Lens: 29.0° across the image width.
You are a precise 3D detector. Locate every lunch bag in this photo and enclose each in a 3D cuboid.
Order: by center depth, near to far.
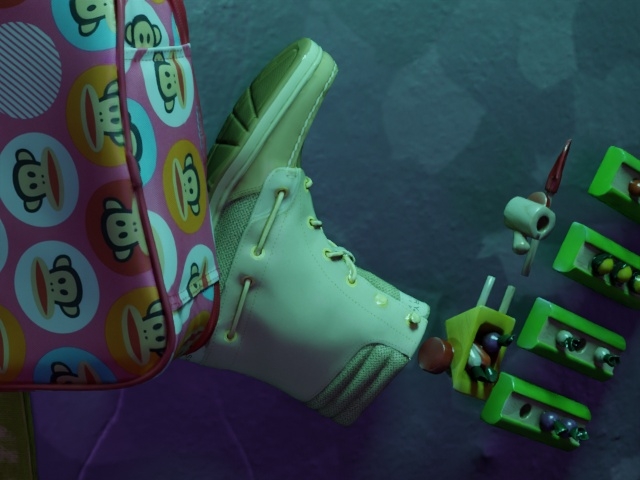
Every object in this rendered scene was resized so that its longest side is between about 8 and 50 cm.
[{"bbox_3d":[-0.211,-0.041,0.846,0.258,0.120,0.293,-3,100,18],"label":"lunch bag"}]

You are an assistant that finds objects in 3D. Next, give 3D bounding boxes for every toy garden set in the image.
[{"bbox_3d":[0.198,0.042,0.981,0.204,0.049,0.244,24,92,-39],"label":"toy garden set"}]

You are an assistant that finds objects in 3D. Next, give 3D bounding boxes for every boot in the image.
[{"bbox_3d":[0.000,0.000,0.939,0.203,0.095,0.262,25,98,-14],"label":"boot"}]

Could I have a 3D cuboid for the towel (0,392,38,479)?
[{"bbox_3d":[-0.266,0.207,0.945,0.102,0.021,0.237,-5,99,-14],"label":"towel"}]
